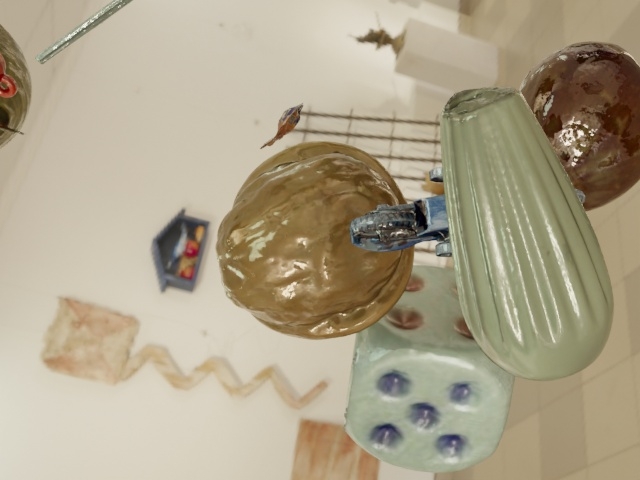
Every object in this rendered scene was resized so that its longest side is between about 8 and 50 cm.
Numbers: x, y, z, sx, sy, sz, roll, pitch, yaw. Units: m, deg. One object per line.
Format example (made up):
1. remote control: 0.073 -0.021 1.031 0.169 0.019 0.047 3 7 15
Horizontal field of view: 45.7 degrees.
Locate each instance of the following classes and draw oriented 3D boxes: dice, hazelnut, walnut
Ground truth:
1. dice: 0.185 0.215 1.316 0.268 0.263 0.264 -76 -7 -61
2. hazelnut: 0.363 -0.157 1.081 0.218 0.234 0.218 -30 25 16
3. walnut: 0.000 0.000 1.079 0.296 0.285 0.285 44 -120 -75

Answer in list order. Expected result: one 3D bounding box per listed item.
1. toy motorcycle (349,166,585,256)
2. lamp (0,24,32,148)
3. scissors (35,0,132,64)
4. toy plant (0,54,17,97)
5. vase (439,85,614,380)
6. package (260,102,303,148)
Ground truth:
1. toy motorcycle: 0.154 -0.024 0.838 0.135 0.255 0.092 35 -131 -77
2. lamp: -0.536 -0.214 1.113 0.250 0.284 0.250 -43 -25 -25
3. scissors: -0.138 -0.328 0.853 0.447 0.029 0.192 -33 19 4
4. toy plant: -0.491 -0.266 0.924 0.088 0.155 0.240 -81 -23 -48
5. vase: 0.165 -0.008 0.642 0.128 0.128 0.248 -102 -9 -70
6. package: -0.066 -0.208 1.393 0.110 0.033 0.077 -51 16 12
